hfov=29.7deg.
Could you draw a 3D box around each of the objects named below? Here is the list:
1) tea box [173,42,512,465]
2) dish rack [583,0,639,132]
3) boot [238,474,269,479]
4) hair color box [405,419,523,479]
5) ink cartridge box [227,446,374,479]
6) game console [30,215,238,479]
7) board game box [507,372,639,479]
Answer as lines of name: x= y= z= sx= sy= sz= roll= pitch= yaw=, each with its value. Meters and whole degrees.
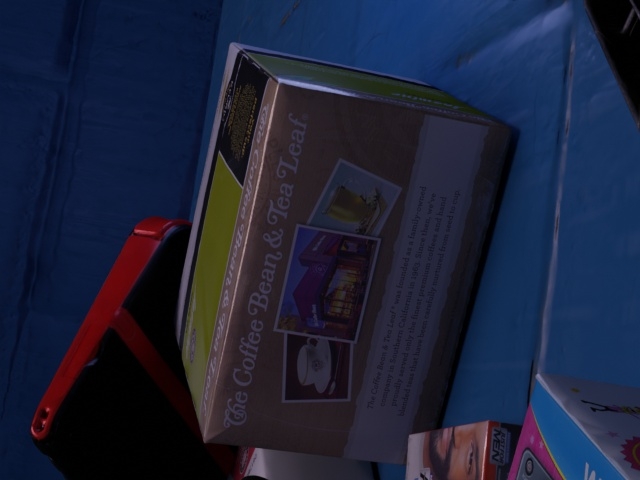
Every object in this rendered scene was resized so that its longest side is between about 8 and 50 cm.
tea box: x=0.000 y=0.000 z=1.183 sx=0.323 sy=0.220 sz=0.329 roll=-123 pitch=44 yaw=-71
dish rack: x=0.247 y=-0.190 z=0.649 sx=0.208 sy=0.074 sz=0.271 roll=-97 pitch=23 yaw=-48
boot: x=-0.104 y=0.330 z=1.130 sx=0.208 sy=0.076 sz=0.190 roll=-48 pitch=18 yaw=48
hair color box: x=0.115 y=0.194 z=0.940 sx=0.167 sy=0.053 sz=0.093 roll=143 pitch=136 yaw=-68
ink cartridge box: x=-0.026 y=0.344 z=1.230 sx=0.306 sy=0.131 sz=0.226 roll=-99 pitch=24 yaw=-56
game console: x=-0.160 y=0.201 z=1.399 sx=0.386 sy=0.060 sz=0.342 roll=60 pitch=-139 yaw=-37
board game box: x=0.156 y=0.257 z=0.652 sx=0.224 sy=0.097 sz=0.303 roll=-124 pitch=46 yaw=-69
